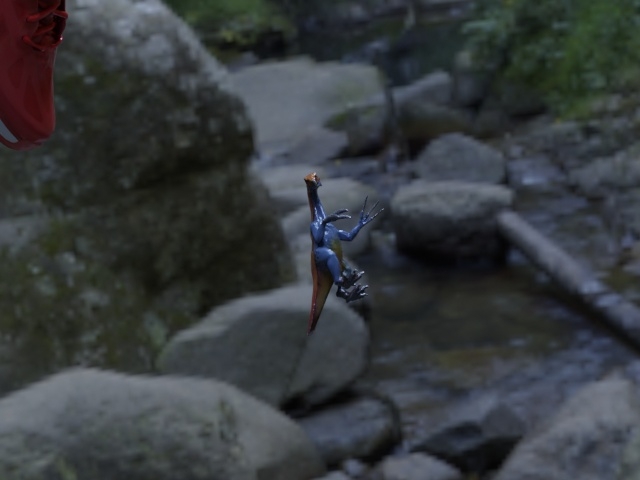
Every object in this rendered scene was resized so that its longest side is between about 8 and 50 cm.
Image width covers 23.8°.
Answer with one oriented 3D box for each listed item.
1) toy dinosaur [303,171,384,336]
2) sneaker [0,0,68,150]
[{"bbox_3d":[0.000,0.000,0.978,0.090,0.082,0.047,-39,-29,3],"label":"toy dinosaur"},{"bbox_3d":[-0.184,-0.175,1.019,0.128,0.221,0.087,-10,15,14],"label":"sneaker"}]
